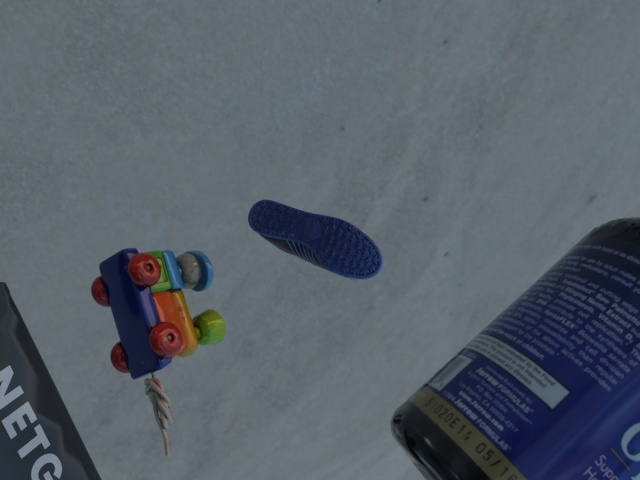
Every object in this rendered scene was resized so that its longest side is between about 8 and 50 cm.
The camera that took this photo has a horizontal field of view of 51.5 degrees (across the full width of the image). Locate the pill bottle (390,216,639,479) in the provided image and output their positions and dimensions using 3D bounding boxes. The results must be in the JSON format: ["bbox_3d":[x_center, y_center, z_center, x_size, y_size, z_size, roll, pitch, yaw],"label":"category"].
[{"bbox_3d":[0.152,0.067,0.339,0.219,0.123,0.123,-41,148,-7],"label":"pill bottle"}]

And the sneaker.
[{"bbox_3d":[0.000,0.000,1.040,0.081,0.232,0.090,-64,159,-2],"label":"sneaker"}]

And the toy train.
[{"bbox_3d":[-0.178,0.128,0.838,0.105,0.248,0.143,-26,170,37],"label":"toy train"}]

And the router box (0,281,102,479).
[{"bbox_3d":[-0.301,0.193,0.559,0.081,0.243,0.309,-41,118,-52],"label":"router box"}]
